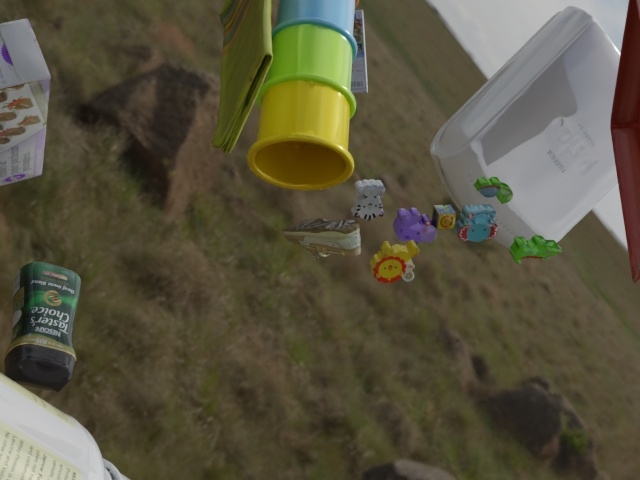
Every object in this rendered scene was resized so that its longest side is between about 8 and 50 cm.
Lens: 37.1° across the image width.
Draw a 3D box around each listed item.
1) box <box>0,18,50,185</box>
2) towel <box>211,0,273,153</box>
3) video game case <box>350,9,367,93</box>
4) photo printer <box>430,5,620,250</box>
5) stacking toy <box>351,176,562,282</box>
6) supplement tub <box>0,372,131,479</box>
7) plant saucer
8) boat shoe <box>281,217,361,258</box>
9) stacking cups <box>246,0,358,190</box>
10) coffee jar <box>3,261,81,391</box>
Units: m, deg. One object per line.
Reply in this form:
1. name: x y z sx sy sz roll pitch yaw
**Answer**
1. box: -0.329 -0.133 1.002 0.067 0.063 0.324 69 -21 6
2. towel: -0.067 -0.181 0.832 0.021 0.102 0.237 16 37 -16
3. video game case: 0.021 -0.266 1.361 0.011 0.087 0.122 55 32 -80
4. photo printer: 0.322 -0.142 1.376 0.256 0.307 0.107 45 2 -30
5. stacking toy: 0.153 -0.016 1.145 0.167 0.221 0.052 -109 -161 -57
6. supplement tub: -0.328 0.208 0.775 0.325 0.235 0.235 43 15 -32
7. plant saucer: 0.387 -0.123 1.113 0.259 0.048 0.258 77 14 -55
8. boat shoe: 0.000 0.000 1.190 0.135 0.050 0.045 5 -65 55
9. stacking cups: -0.010 -0.208 0.889 0.096 0.096 0.316 36 51 -51
10. coffee jar: -0.400 0.126 1.379 0.096 0.079 0.184 20 45 -31
